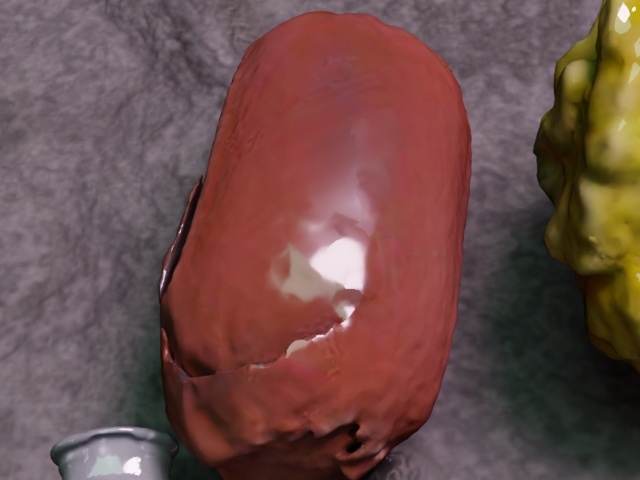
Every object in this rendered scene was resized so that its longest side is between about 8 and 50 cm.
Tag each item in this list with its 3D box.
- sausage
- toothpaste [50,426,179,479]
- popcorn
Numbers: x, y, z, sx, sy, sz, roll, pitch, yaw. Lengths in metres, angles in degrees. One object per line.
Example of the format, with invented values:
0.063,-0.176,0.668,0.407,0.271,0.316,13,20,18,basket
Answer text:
0.000,0.000,0.672,0.152,0.152,0.279,5,56,12,sausage
-0.088,0.236,0.574,0.114,0.073,0.299,-9,62,3,toothpaste
0.212,-0.053,0.620,0.192,0.233,0.266,9,79,25,popcorn
